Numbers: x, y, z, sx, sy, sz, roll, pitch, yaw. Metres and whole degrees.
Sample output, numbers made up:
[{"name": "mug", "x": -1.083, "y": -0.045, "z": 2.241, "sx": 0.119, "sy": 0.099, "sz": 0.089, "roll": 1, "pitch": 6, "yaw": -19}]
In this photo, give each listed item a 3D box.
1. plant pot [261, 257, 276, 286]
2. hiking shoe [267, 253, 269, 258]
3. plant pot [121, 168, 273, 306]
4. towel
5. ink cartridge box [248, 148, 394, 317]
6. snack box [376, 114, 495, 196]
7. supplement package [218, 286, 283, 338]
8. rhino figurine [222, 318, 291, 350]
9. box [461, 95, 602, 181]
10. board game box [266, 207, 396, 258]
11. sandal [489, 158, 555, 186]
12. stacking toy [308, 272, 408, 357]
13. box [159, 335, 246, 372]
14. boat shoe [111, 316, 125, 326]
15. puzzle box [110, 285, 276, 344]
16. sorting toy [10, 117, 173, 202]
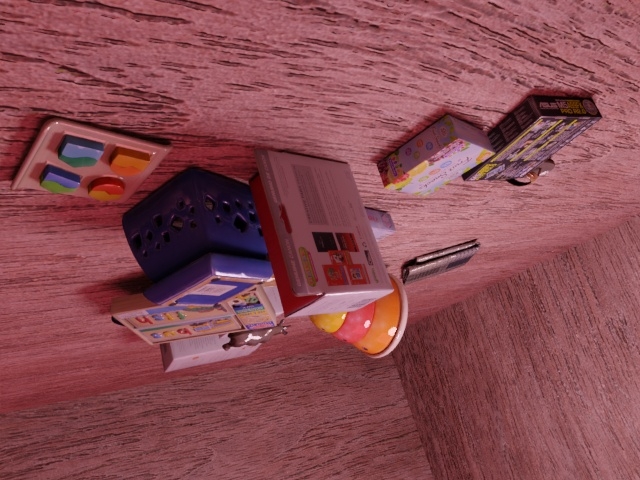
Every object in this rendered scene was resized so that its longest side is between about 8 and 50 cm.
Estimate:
[{"name": "plant pot", "x": -0.098, "y": 0.078, "z": 1.426, "sx": 0.237, "sy": 0.032, "sz": 0.236, "roll": -14, "pitch": 160, "yaw": -5}, {"name": "hiking shoe", "x": -0.087, "y": -0.002, "z": 1.238, "sx": 0.227, "sy": 0.114, "sz": 0.086, "roll": -13, "pitch": 172, "yaw": 41}, {"name": "plant pot", "x": -0.243, "y": 0.015, "z": 1.061, "sx": 0.236, "sy": 0.212, "sz": 0.236, "roll": -27, "pitch": 159, "yaw": 27}, {"name": "towel", "x": 0.508, "y": 0.100, "z": 2.187, "sx": 0.325, "sy": 0.056, "sz": 0.312, "roll": -19, "pitch": 164, "yaw": -2}, {"name": "ink cartridge box", "x": -0.026, "y": -0.012, "z": 1.024, "sx": 0.272, "sy": 0.309, "sz": 0.130, "roll": 3, "pitch": 152, "yaw": -44}, {"name": "snack box", "x": 0.264, "y": -0.186, "z": 1.156, "sx": 0.175, "sy": 0.070, "sz": 0.207, "roll": 5, "pitch": 152, "yaw": -47}, {"name": "supplement package", "x": -0.259, "y": 0.236, "z": 1.754, "sx": 0.134, "sy": 0.138, "sz": 0.244, "roll": -1, "pitch": 153, "yaw": -40}, {"name": "rhino figurine", "x": -0.203, "y": 0.312, "z": 1.689, "sx": 0.244, "sy": 0.073, "sz": 0.106, "roll": -6, "pitch": 160, "yaw": -32}, {"name": "box", "x": 0.499, "y": -0.241, "z": 1.224, "sx": 0.217, "sy": 0.060, "sz": 0.270, "roll": -6, "pitch": 158, "yaw": -27}, {"name": "board game box", "x": 0.000, "y": 0.000, "z": 1.441, "sx": 0.319, "sy": 0.065, "sz": 0.318, "roll": -30, "pitch": 157, "yaw": 34}, {"name": "sandal", "x": 0.571, "y": -0.186, "z": 1.429, "sx": 0.220, "sy": 0.060, "sz": 0.090, "roll": -9, "pitch": 159, "yaw": -23}, {"name": "stacking toy", "x": 0.065, "y": 0.258, "z": 1.971, "sx": 0.480, "sy": 0.350, "sz": 0.350, "roll": 14, "pitch": 148, "yaw": -24}, {"name": "box", "x": -0.424, "y": 0.370, "z": 1.934, "sx": 0.346, "sy": 0.168, "sz": 0.215, "roll": -5, "pitch": 157, "yaw": -29}, {"name": "boat shoe", "x": -0.542, "y": 0.243, "z": 1.631, "sx": 0.258, "sy": 0.108, "sz": 0.089, "roll": 19, "pitch": 150, "yaw": -33}, {"name": "puzzle box", "x": -0.353, "y": 0.211, "z": 1.461, "sx": 0.410, "sy": 0.052, "sz": 0.272, "roll": -10, "pitch": 150, "yaw": 3}, {"name": "sorting toy", "x": -0.380, "y": -0.118, "z": 0.844, "sx": 0.208, "sy": 0.038, "sz": 0.193, "roll": 3, "pitch": 152, "yaw": -45}]
